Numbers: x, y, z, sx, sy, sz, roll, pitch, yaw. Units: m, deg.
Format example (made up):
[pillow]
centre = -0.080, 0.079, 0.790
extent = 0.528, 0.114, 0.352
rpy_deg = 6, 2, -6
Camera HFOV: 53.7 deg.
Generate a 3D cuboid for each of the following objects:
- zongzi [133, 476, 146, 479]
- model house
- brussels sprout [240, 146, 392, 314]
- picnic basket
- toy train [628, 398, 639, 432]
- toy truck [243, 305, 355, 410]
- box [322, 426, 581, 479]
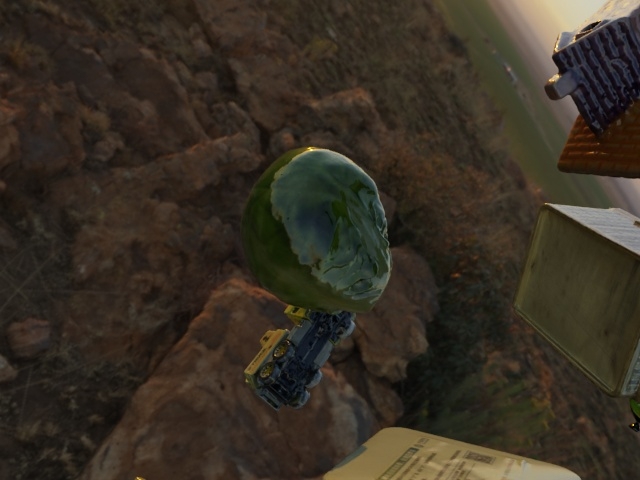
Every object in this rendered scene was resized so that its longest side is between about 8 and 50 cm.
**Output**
[zongzi]
centre = -0.391, 0.602, 1.420
extent = 0.113, 0.052, 0.104
rpy_deg = 25, 67, 5
[model house]
centre = 0.446, -0.204, 0.859
extent = 0.237, 0.237, 0.202
rpy_deg = 53, -8, -24
[brussels sprout]
centre = 0.000, 0.000, 0.973
extent = 0.271, 0.210, 0.219
rpy_deg = 44, 62, -14
[picnic basket]
centre = 0.487, 0.092, 1.028
extent = 0.175, 0.228, 0.313
rpy_deg = 3, 21, -17
[toy train]
centre = 0.645, 0.220, 1.061
extent = 0.160, 0.296, 0.100
rpy_deg = 33, -1, 37
[toy truck]
centre = -0.056, 0.228, 1.374
extent = 0.124, 0.157, 0.272
rpy_deg = 47, 67, -29
[box]
centre = 0.232, 0.447, 1.092
extent = 0.396, 0.396, 0.111
rpy_deg = 5, 93, -65
